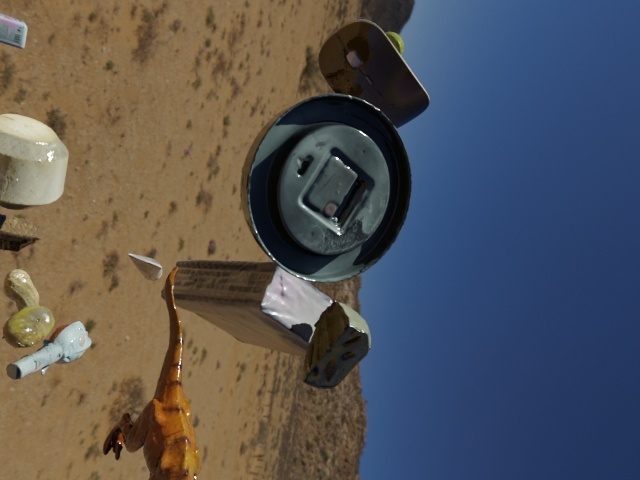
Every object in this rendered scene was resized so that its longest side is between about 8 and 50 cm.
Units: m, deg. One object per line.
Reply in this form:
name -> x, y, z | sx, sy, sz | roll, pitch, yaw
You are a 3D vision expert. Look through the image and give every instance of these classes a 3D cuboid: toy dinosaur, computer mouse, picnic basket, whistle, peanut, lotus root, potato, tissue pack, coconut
toy dinosaur -> -0.249, 0.271, 0.661 | 0.208, 0.097, 0.432 | -46, -125, 31
computer mouse -> 0.101, -0.276, 0.763 | 0.245, 0.125, 0.056 | 34, 39, -43
picnic basket -> -0.847, -0.017, 1.142 | 0.055, 0.110, 0.193 | 63, 4, 11
whistle -> -0.939, 0.389, 1.518 | 0.142, 0.133, 0.346 | -53, 177, 12
peanut -> -0.940, 0.169, 1.355 | 0.080, 0.080, 0.175 | -78, 169, -58
lotus root -> 0.033, 0.178, 0.777 | 0.143, 0.070, 0.144 | -52, -164, 22
potato -> -0.726, 0.216, 1.071 | 0.070, 0.092, 0.138 | -36, -167, 5
tissue pack -> -0.147, 0.157, 0.991 | 0.288, 0.394, 0.124 | 44, 60, -37
coconut -> -0.714, -0.172, 1.017 | 0.202, 0.202, 0.222 | -79, -165, -67
whistle -> 0.213, -0.726, 1.583 | 0.057, 0.198, 0.104 | -52, 159, -32

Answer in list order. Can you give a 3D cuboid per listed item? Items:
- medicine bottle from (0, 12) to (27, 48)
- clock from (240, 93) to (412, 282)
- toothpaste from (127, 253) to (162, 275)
medicine bottle -> -1.163, -0.764, 1.528 | 0.119, 0.188, 0.094 | 41, -65, 41
clock -> 0.011, -0.058, 0.505 | 0.042, 0.214, 0.215 | 24, -77, 59
toothpaste -> -0.535, 0.083, 1.344 | 0.066, 0.100, 0.323 | -68, -168, -15
